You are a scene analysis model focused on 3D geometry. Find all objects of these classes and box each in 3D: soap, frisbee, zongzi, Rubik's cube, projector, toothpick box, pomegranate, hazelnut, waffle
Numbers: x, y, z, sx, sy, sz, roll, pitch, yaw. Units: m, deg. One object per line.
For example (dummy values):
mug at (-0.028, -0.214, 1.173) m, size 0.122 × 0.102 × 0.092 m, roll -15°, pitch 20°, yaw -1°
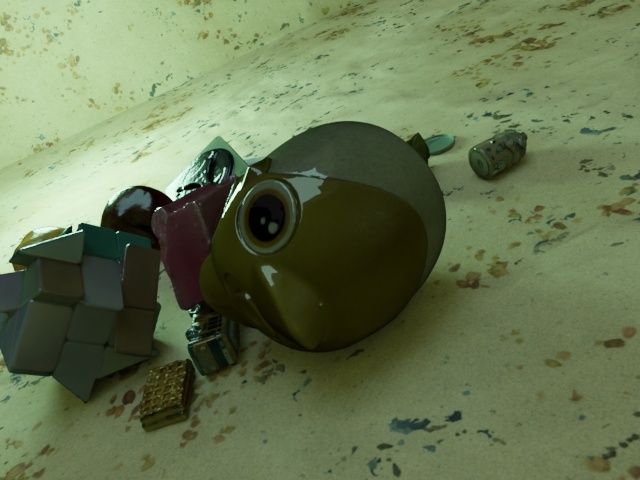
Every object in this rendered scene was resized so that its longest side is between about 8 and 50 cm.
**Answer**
soap at (-0.257, -0.008, 1.482) m, size 0.128 × 0.232 × 0.359 m, roll -14°, pitch 12°, yaw 11°
frisbee at (0.336, -0.278, 1.825) m, size 0.110 × 0.014 × 0.110 m, roll -17°, pitch 29°, yaw 10°
zongzi at (0.193, -0.176, 1.692) m, size 0.205 × 0.094 × 0.204 m, roll -21°, pitch 31°, yaw 25°
Rubik's cube at (-0.563, 0.144, 1.456) m, size 0.387 × 0.358 × 0.367 m, roll 24°, pitch 96°, yaw 52°
projector at (-0.349, -0.180, 1.951) m, size 0.257 × 0.079 × 0.259 m, roll -46°, pitch 46°, yaw 2°
toothpick box at (0.000, 0.000, 1.216) m, size 0.425 × 0.408 × 0.409 m, roll -43°, pitch 36°, yaw -25°
pomegranate at (-0.804, 0.061, 1.870) m, size 0.209 × 0.209 × 0.209 m, roll -17°, pitch 31°, yaw 10°
hazelnut at (-0.543, -0.046, 1.878) m, size 0.251 × 0.217 × 0.217 m, roll -48°, pitch 31°, yaw 5°
waffle at (-0.313, 0.313, 1.290) m, size 0.103 × 0.042 × 0.148 m, roll -21°, pitch 30°, yaw 7°

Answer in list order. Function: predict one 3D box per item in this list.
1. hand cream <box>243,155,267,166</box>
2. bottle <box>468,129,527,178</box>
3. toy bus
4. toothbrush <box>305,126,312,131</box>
hand cream at (-0.263, -0.237, 2.109) m, size 0.248 × 0.083 × 0.133 m, roll -24°, pitch 12°, yaw -13°
bottle at (0.458, -0.226, 1.583) m, size 0.152 × 0.098 × 0.099 m, roll -27°, pitch 30°, yaw -14°
toy bus at (-0.228, 0.200, 1.369) m, size 0.103 × 0.091 × 0.182 m, roll -18°, pitch 28°, yaw 4°
toothbrush at (-0.127, -0.279, 2.110) m, size 0.040 × 0.042 × 0.418 m, roll 29°, pitch 46°, yaw 5°
